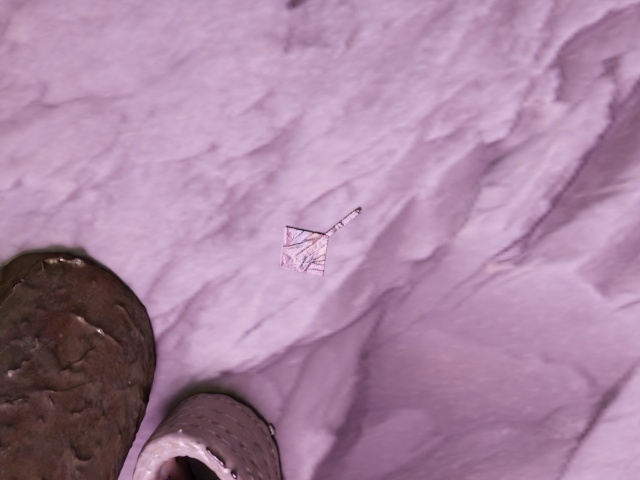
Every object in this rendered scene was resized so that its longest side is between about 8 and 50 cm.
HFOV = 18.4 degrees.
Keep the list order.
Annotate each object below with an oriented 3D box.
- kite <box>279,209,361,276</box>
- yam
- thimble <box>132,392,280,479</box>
[{"bbox_3d":[-0.005,-0.004,1.500,0.044,0.002,0.078,31,117,1],"label":"kite"},{"bbox_3d":[-0.233,0.166,1.498,0.168,0.304,0.168,9,135,10],"label":"yam"},{"bbox_3d":[-0.089,0.187,1.550,0.102,0.090,0.115,-38,97,24],"label":"thimble"}]
